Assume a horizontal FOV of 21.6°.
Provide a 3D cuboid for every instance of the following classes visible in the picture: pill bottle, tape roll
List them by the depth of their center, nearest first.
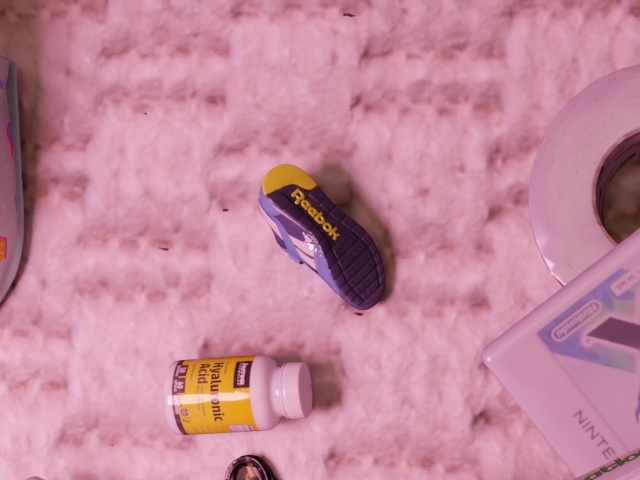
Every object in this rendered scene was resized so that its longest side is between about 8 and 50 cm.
[{"bbox_3d":[0.279,-0.031,1.345,0.219,0.072,0.219,-3,79,15],"label":"tape roll"},{"bbox_3d":[-0.068,0.129,1.410,0.116,0.065,0.065,-5,79,13],"label":"pill bottle"}]

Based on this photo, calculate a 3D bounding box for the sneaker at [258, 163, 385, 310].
[{"bbox_3d":[0.000,0.000,1.426,0.053,0.059,0.144,-37,88,-27],"label":"sneaker"}]

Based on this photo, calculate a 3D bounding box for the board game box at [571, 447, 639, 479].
[{"bbox_3d":[0.327,0.217,1.228,0.305,0.053,0.193,-25,96,0],"label":"board game box"}]

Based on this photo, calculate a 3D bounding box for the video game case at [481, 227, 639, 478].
[{"bbox_3d":[0.341,0.102,1.268,0.329,0.036,0.300,-38,95,5],"label":"video game case"}]

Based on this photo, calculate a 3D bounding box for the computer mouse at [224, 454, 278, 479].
[{"bbox_3d":[-0.016,0.285,1.380,0.071,0.041,0.242,-34,73,7],"label":"computer mouse"}]

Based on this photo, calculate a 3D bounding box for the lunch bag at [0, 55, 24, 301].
[{"bbox_3d":[-0.366,-0.048,1.439,0.160,0.223,0.262,-5,80,20],"label":"lunch bag"}]

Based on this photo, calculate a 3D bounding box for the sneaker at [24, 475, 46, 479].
[{"bbox_3d":[-0.202,0.329,1.391,0.151,0.094,0.256,5,91,21],"label":"sneaker"}]
